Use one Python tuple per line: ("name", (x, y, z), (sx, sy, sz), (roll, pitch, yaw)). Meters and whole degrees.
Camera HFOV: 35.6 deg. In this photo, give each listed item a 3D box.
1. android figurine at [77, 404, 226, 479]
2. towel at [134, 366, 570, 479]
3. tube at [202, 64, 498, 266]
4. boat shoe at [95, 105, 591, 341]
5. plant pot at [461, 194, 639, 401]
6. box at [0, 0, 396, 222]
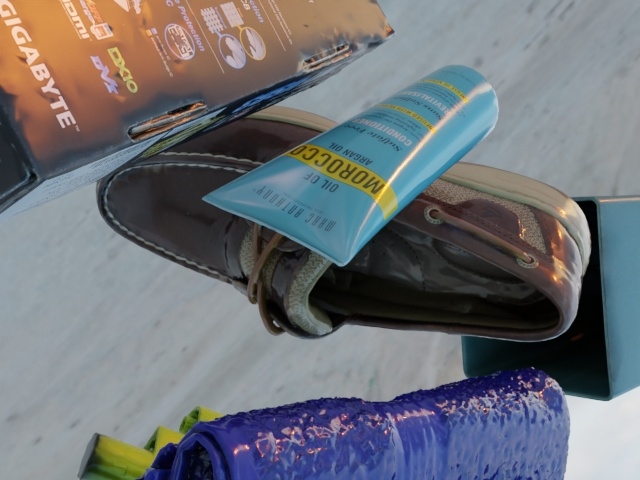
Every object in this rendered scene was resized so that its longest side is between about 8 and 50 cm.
("android figurine", (-0.074, 0.253, 0.825), (0.056, 0.273, 0.248), (-56, -162, 32))
("towel", (0.024, 0.184, 0.516), (0.308, 0.076, 0.227), (2, 96, -51))
("tube", (0.031, -0.044, 0.546), (0.207, 0.080, 0.052), (-37, 140, -48))
("boat shoe", (0.000, 0.000, 0.647), (0.123, 0.342, 0.123), (-61, 162, -57))
("plant pot", (0.268, 0.034, 0.919), (0.234, 0.165, 0.166), (-8, -175, -36))
("box", (-0.118, -0.184, 0.464), (0.073, 0.295, 0.293), (-25, -174, 34))
